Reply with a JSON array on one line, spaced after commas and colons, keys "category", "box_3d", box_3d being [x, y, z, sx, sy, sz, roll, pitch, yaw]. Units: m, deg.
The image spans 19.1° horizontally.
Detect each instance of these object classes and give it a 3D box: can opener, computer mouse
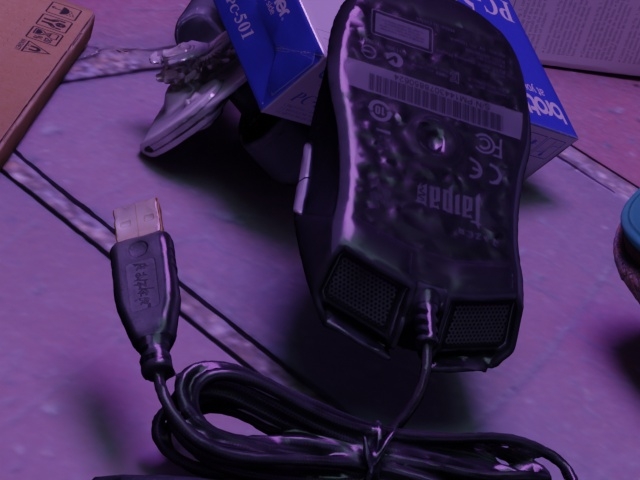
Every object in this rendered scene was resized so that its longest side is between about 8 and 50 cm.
[{"category": "can opener", "box_3d": [-0.032, -0.104, 0.998, 0.093, 0.074, 0.280, 48, 23, -18]}, {"category": "computer mouse", "box_3d": [0.000, 0.000, 0.767, 0.184, 0.060, 0.262, 11, 54, -20]}]

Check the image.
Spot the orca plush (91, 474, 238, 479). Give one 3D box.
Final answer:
[{"category": "orca plush", "box_3d": [-0.020, 0.132, 0.569, 0.287, 0.102, 0.151, 11, -18, -36]}]

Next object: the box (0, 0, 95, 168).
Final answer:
[{"category": "box", "box_3d": [-0.208, -0.094, 0.900, 0.164, 0.021, 0.201, 18, 27, -1]}]

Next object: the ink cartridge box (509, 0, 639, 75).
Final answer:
[{"category": "ink cartridge box", "box_3d": [0.151, -0.194, 1.139, 0.225, 0.181, 0.056, 5, 29, -22]}]

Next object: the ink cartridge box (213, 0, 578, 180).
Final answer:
[{"category": "ink cartridge box", "box_3d": [0.037, -0.094, 0.935, 0.207, 0.046, 0.097, 12, 48, -50]}]

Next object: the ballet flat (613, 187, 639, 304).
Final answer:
[{"category": "ballet flat", "box_3d": [0.229, 0.071, 0.772, 0.107, 0.106, 0.316, -27, 34, -5]}]
